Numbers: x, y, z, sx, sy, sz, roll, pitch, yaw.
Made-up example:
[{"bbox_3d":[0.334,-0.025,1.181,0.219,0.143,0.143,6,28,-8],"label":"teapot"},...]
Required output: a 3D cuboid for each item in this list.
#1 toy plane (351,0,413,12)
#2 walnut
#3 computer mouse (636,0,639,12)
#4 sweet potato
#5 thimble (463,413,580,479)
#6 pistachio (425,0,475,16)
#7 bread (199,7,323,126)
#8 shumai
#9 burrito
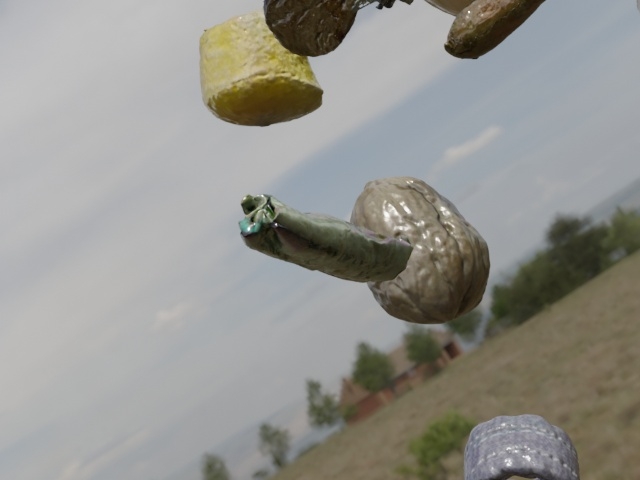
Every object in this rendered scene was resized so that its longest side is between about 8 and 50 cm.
[{"bbox_3d":[0.113,-0.393,1.584,0.192,0.088,0.262,-17,-31,-32],"label":"toy plane"},{"bbox_3d":[0.126,0.010,1.719,0.178,0.230,0.178,-29,-20,-12],"label":"walnut"},{"bbox_3d":[0.442,-0.316,1.425,0.199,0.115,0.389,-9,-8,3],"label":"computer mouse"},{"bbox_3d":[0.287,-0.351,1.800,0.273,0.075,0.075,-39,-7,16],"label":"sweet potato"},{"bbox_3d":[0.246,0.293,1.573,0.150,0.150,0.098,-36,26,29],"label":"thimble"},{"bbox_3d":[0.242,-0.525,2.242,0.238,0.321,0.229,-23,40,31],"label":"pistachio"},{"bbox_3d":[-0.094,-0.263,1.994,0.197,0.170,0.197,-8,-4,-1],"label":"bread"},{"bbox_3d":[-0.007,-0.324,1.691,0.139,0.123,0.105,109,180,-57],"label":"shumai"},{"bbox_3d":[0.002,0.002,1.418,0.096,0.066,0.309,3,-7,32],"label":"burrito"}]
